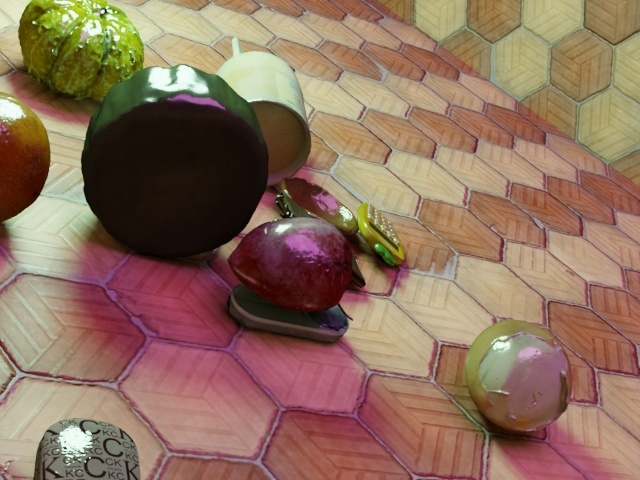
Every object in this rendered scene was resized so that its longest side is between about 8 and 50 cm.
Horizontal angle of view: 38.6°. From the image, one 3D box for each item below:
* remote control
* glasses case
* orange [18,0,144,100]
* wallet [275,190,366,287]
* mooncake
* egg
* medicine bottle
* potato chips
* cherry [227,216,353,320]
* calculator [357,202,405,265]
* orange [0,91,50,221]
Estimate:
[{"bbox_3d":[-0.060,0.141,1.755,0.248,0.052,0.104,14,32,-23],"label":"remote control"},{"bbox_3d":[-0.295,0.366,1.157,0.137,0.085,0.354,15,31,-23],"label":"glasses case"},{"bbox_3d":[-0.560,-0.453,2.148,0.301,0.223,0.300,6,45,-38],"label":"orange"},{"bbox_3d":[0.000,0.000,1.958,0.243,0.039,0.133,40,13,-29],"label":"wallet"},{"bbox_3d":[-0.276,-0.154,1.749,0.357,0.356,0.194,14,29,-22],"label":"mooncake"},{"bbox_3d":[0.381,0.256,1.784,0.201,0.201,0.244,21,16,-10],"label":"egg"},{"bbox_3d":[-0.157,-0.332,2.260,0.236,0.235,0.406,16,31,-18],"label":"medicine bottle"},{"bbox_3d":[-0.011,-0.068,2.122,0.208,0.061,0.195,22,26,-23],"label":"potato chips"},{"bbox_3d":[-0.056,0.045,1.696,0.250,0.175,0.192,6,47,-24],"label":"cherry"},{"bbox_3d":[0.141,-0.013,2.151,0.146,0.032,0.234,41,21,-20],"label":"calculator"},{"bbox_3d":[-0.605,-0.156,1.596,0.264,0.264,0.264,20,29,-12],"label":"orange"}]
